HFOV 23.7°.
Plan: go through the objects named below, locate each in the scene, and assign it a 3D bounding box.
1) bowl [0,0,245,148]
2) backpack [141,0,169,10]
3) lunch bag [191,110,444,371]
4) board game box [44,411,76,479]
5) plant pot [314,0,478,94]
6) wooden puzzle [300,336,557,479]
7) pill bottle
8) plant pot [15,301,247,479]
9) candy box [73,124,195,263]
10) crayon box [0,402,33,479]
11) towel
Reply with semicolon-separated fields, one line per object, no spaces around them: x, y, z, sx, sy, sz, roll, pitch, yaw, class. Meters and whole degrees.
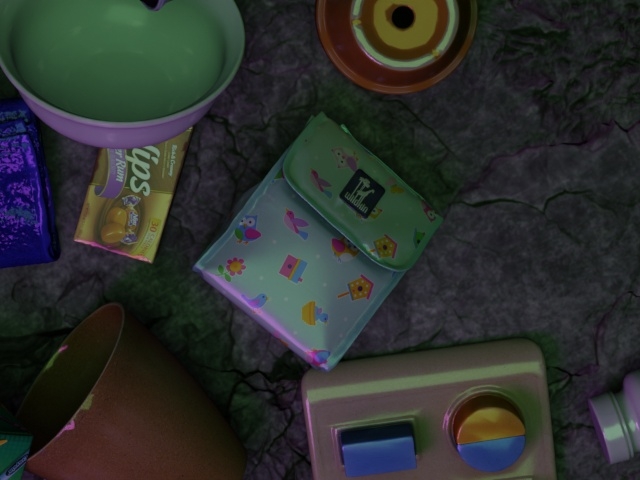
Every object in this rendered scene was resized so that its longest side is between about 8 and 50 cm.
-0.244;-0.212;1.848;0.297;0.298;0.134;8;143;-2;bowl
-0.197;-0.403;1.770;0.191;0.225;0.253;-23;56;-19;backpack
0.000;0.000;1.908;0.223;0.160;0.262;40;86;-3;lunch bag
-0.332;0.288;2.019;0.090;0.020;0.090;-38;99;5;board game box
0.095;-0.275;1.843;0.205;0.188;0.205;0;99;0;plant pot
0.153;0.320;2.000;0.322;0.080;0.348;-8;99;1;wooden puzzle
0.464;0.213;1.963;0.221;0.124;0.124;-18;99;3;pill bottle
-0.223;0.243;1.926;0.254;0.237;0.237;36;98;-21;plant pot
-0.237;-0.076;1.943;0.109;0.053;0.187;17;100;-3;candy box
-0.470;0.258;1.889;0.081;0.278;0.165;11;102;-40;crayon box
-0.492;-0.056;1.908;0.308;0.076;0.228;-5;114;1;towel
